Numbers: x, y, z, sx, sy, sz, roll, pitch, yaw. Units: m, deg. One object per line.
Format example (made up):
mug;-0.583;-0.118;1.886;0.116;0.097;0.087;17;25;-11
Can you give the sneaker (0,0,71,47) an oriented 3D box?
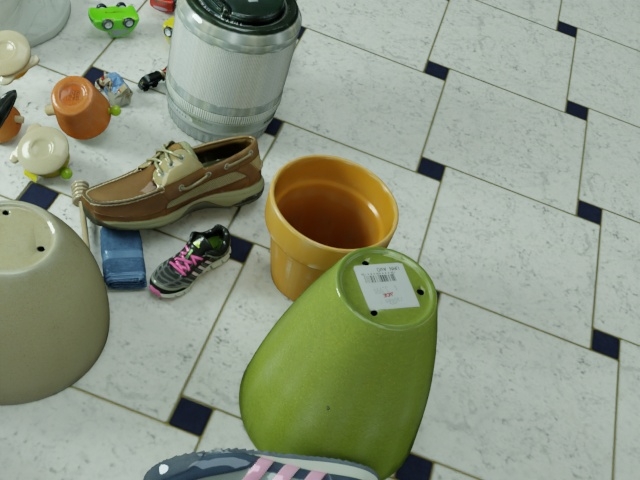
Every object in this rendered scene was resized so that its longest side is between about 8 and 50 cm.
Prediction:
sneaker;-0.562;-0.454;1.680;0.108;0.169;0.292;24;45;6

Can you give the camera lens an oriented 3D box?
camera lens;-0.163;-0.336;1.629;0.219;0.274;0.219;10;47;-10

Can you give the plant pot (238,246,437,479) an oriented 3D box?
plant pot;0.047;0.153;1.240;0.274;0.294;0.275;9;47;-10

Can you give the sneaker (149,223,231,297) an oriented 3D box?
sneaker;-0.203;0.026;1.424;0.063;0.075;0.170;40;49;18

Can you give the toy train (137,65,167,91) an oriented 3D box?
toy train;-0.288;-0.330;1.745;0.158;0.036;0.027;-34;83;-38

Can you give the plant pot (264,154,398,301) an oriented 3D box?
plant pot;0.000;0.000;1.437;0.205;0.188;0.205;10;47;-11

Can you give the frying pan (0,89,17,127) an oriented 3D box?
frying pan;-0.507;-0.070;1.278;0.326;0.197;0.053;-41;84;0

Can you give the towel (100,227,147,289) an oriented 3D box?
towel;-0.313;0.026;1.420;0.067;0.029;0.119;0;50;-19

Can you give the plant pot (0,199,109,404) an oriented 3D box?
plant pot;-0.429;0.055;1.243;0.284;0.191;0.284;10;46;-10

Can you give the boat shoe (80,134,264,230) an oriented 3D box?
boat shoe;-0.239;-0.109;1.488;0.324;0.120;0.122;-17;37;-34

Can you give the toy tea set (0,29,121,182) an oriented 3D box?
toy tea set;-0.521;-0.238;1.562;0.336;0.124;0.200;34;77;9

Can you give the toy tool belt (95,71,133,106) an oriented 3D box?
toy tool belt;-0.383;-0.291;1.670;0.052;0.051;0.083;-25;60;-35

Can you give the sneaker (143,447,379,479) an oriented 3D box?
sneaker;-0.068;0.349;1.150;0.318;0.112;0.131;6;45;-12

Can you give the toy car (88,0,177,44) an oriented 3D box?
toy car;-0.359;-0.448;1.821;0.225;0.053;0.239;-11;52;-26

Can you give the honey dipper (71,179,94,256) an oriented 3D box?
honey dipper;-0.381;-0.030;1.448;0.030;0.030;0.161;-2;51;-20
